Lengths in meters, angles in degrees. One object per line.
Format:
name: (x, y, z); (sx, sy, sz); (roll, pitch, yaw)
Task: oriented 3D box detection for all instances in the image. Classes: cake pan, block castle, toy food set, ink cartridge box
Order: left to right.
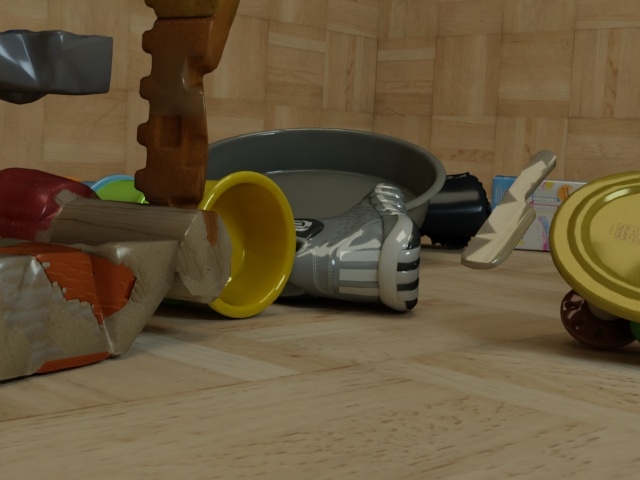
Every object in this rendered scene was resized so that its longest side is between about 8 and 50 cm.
block castle: (-0.234, -0.094, 0.463); (0.213, 0.303, 0.453); (5, 4, 29)
cake pan: (-0.012, -0.054, 1.127); (0.293, 0.054, 0.293); (0, 24, 0)
ink cartridge box: (0.295, -0.035, 1.340); (0.143, 0.092, 0.090); (4, 5, 13)
toy food set: (0.205, 0.024, 0.619); (0.218, 0.071, 0.128); (15, 47, 21)

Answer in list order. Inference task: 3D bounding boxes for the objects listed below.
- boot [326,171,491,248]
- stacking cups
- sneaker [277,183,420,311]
boot: (0.089, -0.046, 1.312); (0.207, 0.094, 0.246); (-1, 12, -12)
stacking cups: (-0.161, -0.009, 0.761); (0.316, 0.096, 0.096); (6, 5, 42)
sneaker: (0.000, 0.000, 0.803); (0.132, 0.086, 0.229); (1, 6, -2)
